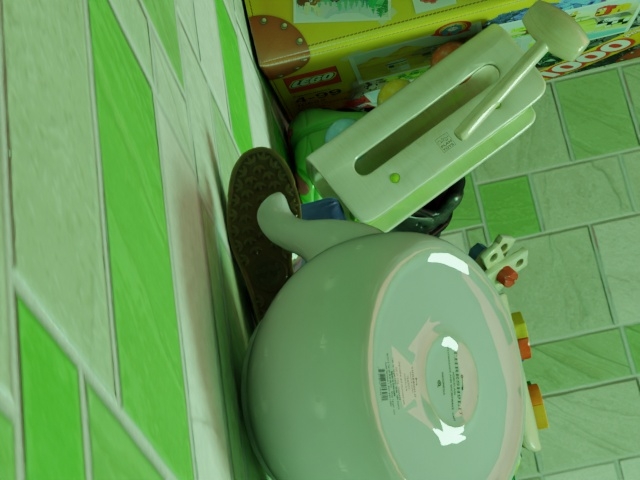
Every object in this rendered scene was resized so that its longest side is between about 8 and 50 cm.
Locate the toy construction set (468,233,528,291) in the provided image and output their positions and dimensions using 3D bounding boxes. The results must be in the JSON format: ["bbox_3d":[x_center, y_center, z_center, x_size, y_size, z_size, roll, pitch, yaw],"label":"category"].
[{"bbox_3d":[0.160,0.026,2.417,0.328,0.215,0.151,28,-55,45],"label":"toy construction set"}]

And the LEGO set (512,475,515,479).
[{"bbox_3d":[0.156,0.424,2.168,0.331,0.192,0.255,57,51,-67],"label":"LEGO set"}]

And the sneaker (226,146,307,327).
[{"bbox_3d":[-0.041,0.020,1.326,0.086,0.064,0.192,101,-23,-84],"label":"sneaker"}]

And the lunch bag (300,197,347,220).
[{"bbox_3d":[0.000,0.000,1.744,0.098,0.067,0.065,62,15,-64],"label":"lunch bag"}]

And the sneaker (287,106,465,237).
[{"bbox_3d":[0.107,-0.023,2.074,0.483,0.202,0.185,57,22,-61],"label":"sneaker"}]

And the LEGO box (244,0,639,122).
[{"bbox_3d":[0.173,-0.314,1.952,0.372,0.500,0.193,54,23,-77],"label":"LEGO box"}]

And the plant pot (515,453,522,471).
[{"bbox_3d":[0.132,0.195,1.963,0.227,0.207,0.228,-95,170,-52],"label":"plant pot"}]

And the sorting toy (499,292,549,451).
[{"bbox_3d":[0.248,0.164,1.924,0.208,0.038,0.193,37,41,-81],"label":"sorting toy"}]

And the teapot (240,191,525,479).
[{"bbox_3d":[0.027,0.122,1.191,0.252,0.187,0.256,54,43,-27],"label":"teapot"}]

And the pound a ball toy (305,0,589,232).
[{"bbox_3d":[0.135,-0.154,1.770,0.135,0.319,0.208,52,-6,11],"label":"pound a ball toy"}]
